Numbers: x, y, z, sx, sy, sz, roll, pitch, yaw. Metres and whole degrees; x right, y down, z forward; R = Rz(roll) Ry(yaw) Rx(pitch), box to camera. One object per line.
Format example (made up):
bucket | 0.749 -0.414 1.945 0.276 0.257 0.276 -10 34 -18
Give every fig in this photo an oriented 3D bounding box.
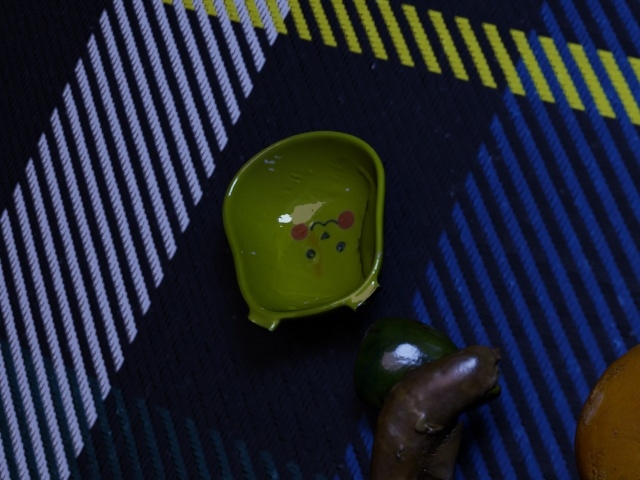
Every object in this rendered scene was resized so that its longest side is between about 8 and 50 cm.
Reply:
fig | 0.127 0.154 1.860 0.177 0.117 0.117 10 74 17

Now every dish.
dish | 0.000 0.000 1.973 0.221 0.108 0.262 -16 62 19

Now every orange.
orange | 0.383 0.216 1.626 0.240 0.240 0.240 -10 66 22

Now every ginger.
ginger | 0.113 0.261 1.781 0.133 0.107 0.309 17 99 61
